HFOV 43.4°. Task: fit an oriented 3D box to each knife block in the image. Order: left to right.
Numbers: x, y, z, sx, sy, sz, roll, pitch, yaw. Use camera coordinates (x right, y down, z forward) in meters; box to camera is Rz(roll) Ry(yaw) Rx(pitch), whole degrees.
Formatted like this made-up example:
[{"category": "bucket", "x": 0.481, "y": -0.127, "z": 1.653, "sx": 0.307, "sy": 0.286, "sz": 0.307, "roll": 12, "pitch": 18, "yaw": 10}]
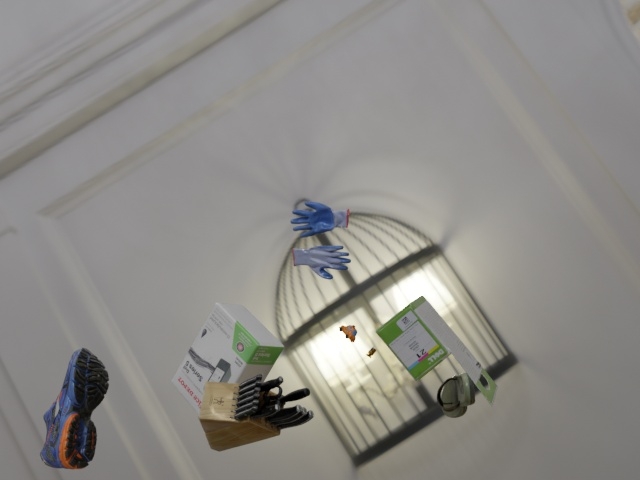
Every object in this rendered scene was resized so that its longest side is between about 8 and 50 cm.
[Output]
[{"category": "knife block", "x": -0.130, "y": 0.376, "z": 1.723, "sx": 0.242, "sy": 0.088, "sz": 0.275, "roll": 5, "pitch": -34, "yaw": 4}]

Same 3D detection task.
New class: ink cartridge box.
[{"category": "ink cartridge box", "x": -0.251, "y": 0.334, "z": 2.151, "sx": 0.115, "sy": 0.198, "sz": 0.272, "roll": 14, "pitch": -70, "yaw": -52}, {"category": "ink cartridge box", "x": 0.245, "y": 0.246, "z": 1.661, "sx": 0.097, "sy": 0.255, "sz": 0.189, "roll": -41, "pitch": -9, "yaw": 13}]

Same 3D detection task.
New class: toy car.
[{"category": "toy car", "x": 0.105, "y": 0.270, "z": 2.217, "sx": 0.040, "sy": 0.122, "sz": 0.060, "roll": -47, "pitch": 31, "yaw": 4}]

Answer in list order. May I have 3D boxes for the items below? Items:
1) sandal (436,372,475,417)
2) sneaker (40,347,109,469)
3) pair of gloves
[{"category": "sandal", "x": 0.398, "y": 0.464, "z": 2.433, "sx": 0.086, "sy": 0.120, "sz": 0.302, "roll": -9, "pitch": -22, "yaw": -6}, {"category": "sneaker", "x": -0.420, "y": 0.278, "z": 1.344, "sx": 0.087, "sy": 0.221, "sz": 0.083, "roll": -18, "pitch": -45, "yaw": 22}, {"category": "pair of gloves", "x": 0.000, "y": 0.000, "z": 2.042, "sx": 0.159, "sy": 0.198, "sz": 0.023, "roll": 1, "pitch": 2, "yaw": 18}]
